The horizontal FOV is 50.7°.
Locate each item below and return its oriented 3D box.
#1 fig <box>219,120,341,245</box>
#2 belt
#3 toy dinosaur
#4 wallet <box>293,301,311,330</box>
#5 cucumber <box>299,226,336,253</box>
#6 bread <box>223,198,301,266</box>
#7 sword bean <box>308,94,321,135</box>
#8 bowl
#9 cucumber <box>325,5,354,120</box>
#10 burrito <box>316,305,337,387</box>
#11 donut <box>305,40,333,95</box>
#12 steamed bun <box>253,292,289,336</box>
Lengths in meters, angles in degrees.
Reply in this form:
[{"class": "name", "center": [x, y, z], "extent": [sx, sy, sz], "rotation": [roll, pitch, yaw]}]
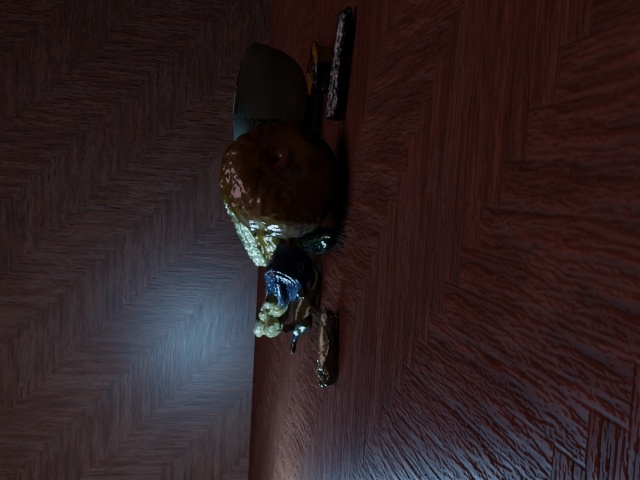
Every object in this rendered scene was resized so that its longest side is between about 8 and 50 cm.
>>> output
[{"class": "fig", "center": [-0.100, -0.100, 1.638], "extent": [0.368, 0.286, 0.286], "rotation": [98, 170, -60]}, {"class": "belt", "center": [-0.092, 0.105, 1.860], "extent": [0.218, 0.122, 0.128], "rotation": [92, -162, -65]}, {"class": "toy dinosaur", "center": [-0.043, 0.192, 1.844], "extent": [0.188, 0.075, 0.247], "rotation": [77, -149, -82]}, {"class": "wallet", "center": [-0.054, 0.198, 2.000], "extent": [0.198, 0.031, 0.110], "rotation": [-147, 59, -78]}, {"class": "cucumber", "center": [0.000, 0.000, 1.635], "extent": [0.293, 0.068, 0.067], "rotation": [177, 95, -80]}, {"class": "bread", "center": [-0.148, -0.102, 1.923], "extent": [0.375, 0.165, 0.236], "rotation": [71, -148, -58]}, {"class": "sword bean", "center": [-0.019, -0.332, 1.922], "extent": [0.043, 0.038, 0.269], "rotation": [30, 120, 51]}, {"class": "bowl", "center": [-0.123, -0.386, 1.977], "extent": [0.354, 0.185, 0.353], "rotation": [10, -90, -84]}, {"class": "cucumber", "center": [0.046, -0.398, 1.533], "extent": [0.044, 0.043, 0.256], "rotation": [-121, 35, -64]}, {"class": "burrito", "center": [0.015, 0.243, 1.547], "extent": [0.058, 0.045, 0.188], "rotation": [157, 117, -72]}, {"class": "donut", "center": [-0.001, -0.449, 1.771], "extent": [0.140, 0.059, 0.140], "rotation": [-177, 90, -80]}, {"class": "steamed bun", "center": [-0.164, 0.253, 2.434], "extent": [0.192, 0.106, 0.177], "rotation": [-79, 9, -68]}]
